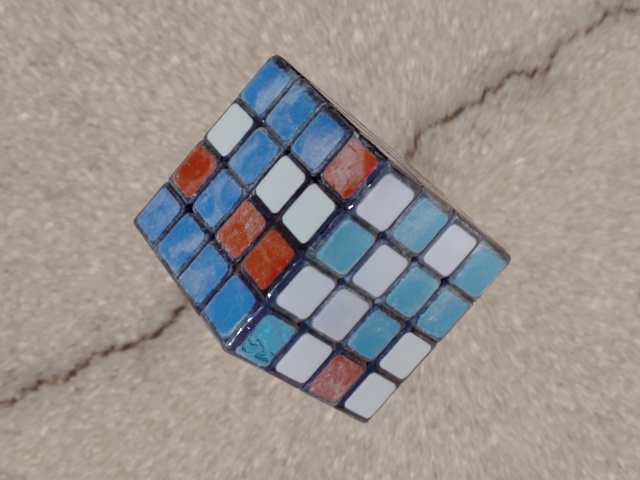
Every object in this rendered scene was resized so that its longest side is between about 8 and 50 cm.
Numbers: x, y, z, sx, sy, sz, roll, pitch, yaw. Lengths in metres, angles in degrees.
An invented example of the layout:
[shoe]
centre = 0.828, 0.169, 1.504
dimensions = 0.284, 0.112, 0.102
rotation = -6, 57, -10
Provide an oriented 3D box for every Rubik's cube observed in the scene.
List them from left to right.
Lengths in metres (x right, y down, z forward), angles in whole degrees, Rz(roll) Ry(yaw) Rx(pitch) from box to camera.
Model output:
[Rubik's cube]
centre = 0.000, 0.000, 0.503
dimensions = 0.092, 0.092, 0.092
rotation = -50, 45, 7
